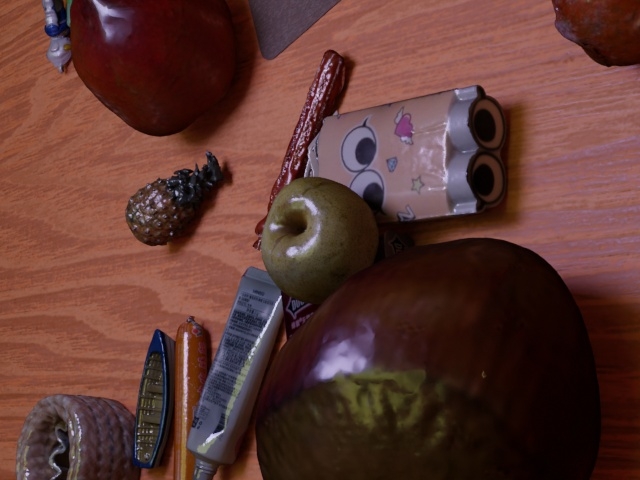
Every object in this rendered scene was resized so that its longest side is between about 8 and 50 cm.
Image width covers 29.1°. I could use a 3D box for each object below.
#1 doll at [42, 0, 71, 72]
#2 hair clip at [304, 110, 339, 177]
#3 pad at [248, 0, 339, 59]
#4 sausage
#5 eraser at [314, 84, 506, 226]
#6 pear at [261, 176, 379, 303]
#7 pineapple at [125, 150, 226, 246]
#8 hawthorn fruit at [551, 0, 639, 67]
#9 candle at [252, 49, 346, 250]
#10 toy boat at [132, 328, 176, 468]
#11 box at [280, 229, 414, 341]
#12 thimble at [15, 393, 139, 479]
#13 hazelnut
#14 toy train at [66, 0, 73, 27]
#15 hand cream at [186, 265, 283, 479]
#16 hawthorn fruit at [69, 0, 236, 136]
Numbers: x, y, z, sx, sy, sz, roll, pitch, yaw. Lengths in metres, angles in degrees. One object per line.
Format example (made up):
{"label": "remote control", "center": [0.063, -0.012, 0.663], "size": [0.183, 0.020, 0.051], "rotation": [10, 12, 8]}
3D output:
{"label": "doll", "center": [-0.529, -0.449, 2.479], "size": [0.114, 0.057, 0.227], "rotation": [-95, 1, -85]}
{"label": "hair clip", "center": [-0.014, -0.086, 1.840], "size": [0.072, 0.034, 0.226], "rotation": [9, 87, 9]}
{"label": "pad", "center": [-0.023, -0.422, 1.981], "size": [0.266, 0.002, 0.176], "rotation": [-36, 56, 36]}
{"label": "sausage", "center": [-0.206, 0.289, 1.958], "size": [0.053, 0.053, 0.347], "rotation": [-17, 68, 44]}
{"label": "eraser", "center": [0.117, -0.105, 1.685], "size": [0.290, 0.087, 0.171], "rotation": [-6, 81, 46]}
{"label": "pear", "center": [0.000, 0.000, 1.651], "size": [0.167, 0.136, 0.167], "rotation": [-22, 58, 41]}
{"label": "pineapple", "center": [-0.234, -0.071, 2.056], "size": [0.198, 0.108, 0.108], "rotation": [-34, 56, 26]}
{"label": "hawthorn fruit", "center": [0.353, -0.290, 1.423], "size": [0.173, 0.173, 0.173], "rotation": [-15, 70, 44]}
{"label": "candle", "center": [-0.029, -0.131, 1.880], "size": [0.051, 0.048, 0.329], "rotation": [24, 99, 20]}
{"label": "toy boat", "center": [-0.269, 0.262, 2.039], "size": [0.080, 0.046, 0.229], "rotation": [-3, 78, 48]}
{"label": "box", "center": [0.041, 0.081, 1.735], "size": [0.224, 0.069, 0.120], "rotation": [-28, 60, 42]}
{"label": "thimble", "center": [-0.407, 0.377, 2.089], "size": [0.196, 0.148, 0.229], "rotation": [-30, 62, 37]}
{"label": "hazelnut", "center": [0.124, 0.177, 1.425], "size": [0.421, 0.353, 0.421], "rotation": [-54, 20, 30]}
{"label": "toy train", "center": [-0.473, -0.536, 2.445], "size": [0.119, 0.085, 0.251], "rotation": [-31, 59, 52]}
{"label": "hand cream", "center": [-0.128, 0.210, 1.899], "size": [0.124, 0.078, 0.340], "rotation": [14, 83, 49]}
{"label": "hawthorn fruit", "center": [-0.274, -0.322, 2.025], "size": [0.311, 0.295, 0.295], "rotation": [-64, -10, -87]}
